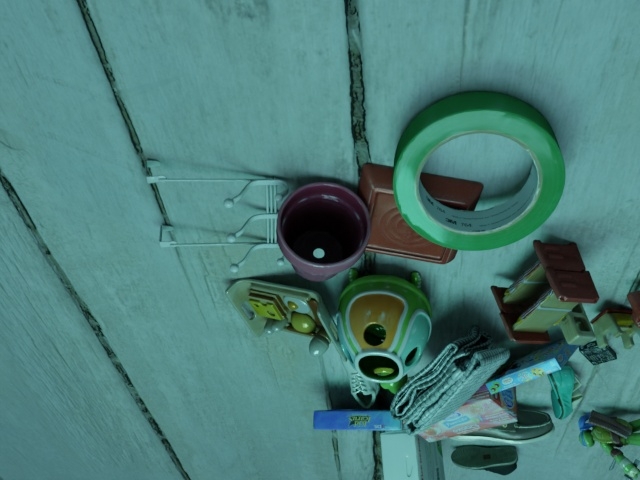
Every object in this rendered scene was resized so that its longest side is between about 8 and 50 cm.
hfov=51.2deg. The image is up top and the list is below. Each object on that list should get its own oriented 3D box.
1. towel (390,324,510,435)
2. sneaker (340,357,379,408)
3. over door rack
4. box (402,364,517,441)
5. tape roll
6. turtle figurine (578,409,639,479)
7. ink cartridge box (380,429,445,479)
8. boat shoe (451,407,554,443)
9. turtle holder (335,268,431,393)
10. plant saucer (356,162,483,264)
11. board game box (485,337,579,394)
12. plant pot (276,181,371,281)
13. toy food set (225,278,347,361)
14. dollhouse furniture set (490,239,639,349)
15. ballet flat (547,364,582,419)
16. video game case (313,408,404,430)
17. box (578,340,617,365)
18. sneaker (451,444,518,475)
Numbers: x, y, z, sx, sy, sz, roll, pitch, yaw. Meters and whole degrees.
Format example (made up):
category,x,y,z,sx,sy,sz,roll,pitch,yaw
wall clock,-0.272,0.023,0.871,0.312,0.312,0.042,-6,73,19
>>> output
category,x,y,z,sx,sy,sz,roll,pitch,yaw
towel,0.326,0.351,1.708,0.284,0.121,0.235,-53,154,21
sneaker,0.121,0.405,1.962,0.094,0.091,0.258,-9,136,21
over door rack,-0.236,-0.043,1.519,0.324,0.108,0.240,8,138,3
box,0.397,0.457,1.917,0.299,0.154,0.142,-27,127,36
tape roll,0.301,-0.126,1.293,0.321,0.077,0.321,3,129,4
turtle figurine,0.920,0.608,1.952,0.266,0.275,0.197,-28,161,30
ink cartridge box,0.294,0.696,2.093,0.117,0.202,0.278,-11,163,24
boat shoe,0.536,0.541,2.017,0.324,0.116,0.097,-4,108,18
turtle holder,0.146,0.239,1.666,0.243,0.228,0.320,15,138,-6
plant saucer,0.200,-0.042,1.475,0.258,0.048,0.259,10,139,1
board game box,0.553,0.325,1.742,0.211,0.160,0.039,-33,84,38
plant pot,0.000,0.000,1.467,0.201,0.202,0.180,11,154,-1
toy food set,-0.087,0.215,1.740,0.306,0.092,0.220,8,143,32
dollhouse furniture set,0.612,0.131,1.540,0.373,0.152,0.201,6,142,-22
ballet flat,0.696,0.432,1.885,0.087,0.083,0.247,-17,136,9
video game case,0.138,0.556,2.076,0.269,0.061,0.244,-4,167,15
box,0.734,0.296,1.766,0.067,0.018,0.083,-28,126,35
sneaker,0.563,0.763,2.282,0.221,0.083,0.118,-5,137,15
